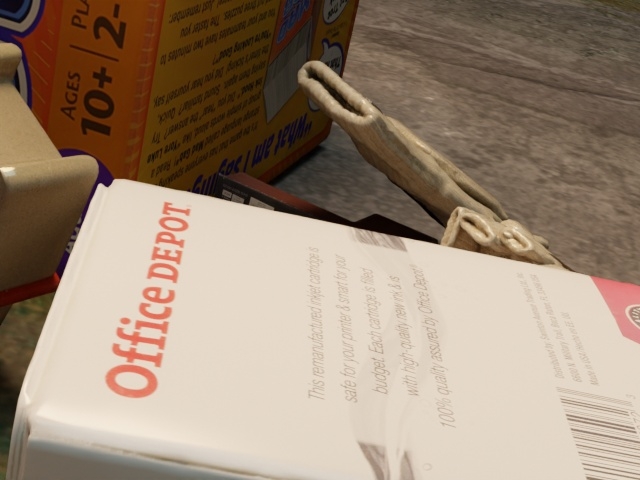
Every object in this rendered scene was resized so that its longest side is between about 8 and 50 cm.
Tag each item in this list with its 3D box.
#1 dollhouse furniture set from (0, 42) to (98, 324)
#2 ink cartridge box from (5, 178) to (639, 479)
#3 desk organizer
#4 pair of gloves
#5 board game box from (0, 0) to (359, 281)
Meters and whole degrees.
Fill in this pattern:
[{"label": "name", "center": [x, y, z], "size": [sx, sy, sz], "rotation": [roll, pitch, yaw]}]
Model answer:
[{"label": "dollhouse furniture set", "center": [-0.226, 0.007, 0.504], "size": [0.259, 0.135, 0.262], "rotation": [-15, 62, -48]}, {"label": "ink cartridge box", "center": [0.033, 0.087, 0.504], "size": [0.283, 0.117, 0.207], "rotation": [11, 24, -6]}, {"label": "desk organizer", "center": [0.000, 0.000, 0.776], "size": [0.130, 0.047, 0.050], "rotation": [24, 23, 24]}, {"label": "pair of gloves", "center": [0.099, 0.005, 0.726], "size": [0.240, 0.042, 0.204], "rotation": [44, 9, 37]}, {"label": "board game box", "center": [-0.178, -0.233, 0.815], "size": [0.356, 0.356, 0.356], "rotation": [19, 24, 14]}]
